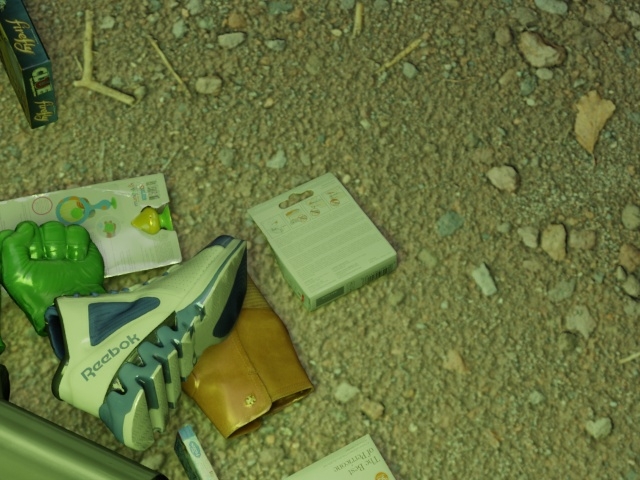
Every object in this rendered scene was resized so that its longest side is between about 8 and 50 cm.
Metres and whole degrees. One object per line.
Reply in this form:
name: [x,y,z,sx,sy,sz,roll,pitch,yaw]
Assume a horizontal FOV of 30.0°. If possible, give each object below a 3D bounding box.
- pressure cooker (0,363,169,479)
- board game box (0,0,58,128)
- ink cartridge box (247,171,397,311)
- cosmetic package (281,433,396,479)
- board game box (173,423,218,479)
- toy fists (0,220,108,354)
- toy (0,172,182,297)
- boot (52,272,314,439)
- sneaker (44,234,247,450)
pressure cooker: [-0.389,0.339,1.271,0.421,0.370,0.375,23,101,5]
board game box: [-0.434,-0.298,1.666,0.042,0.165,0.243,-22,72,-17]
ink cartridge box: [0.000,0.000,1.678,0.145,0.045,0.179,-26,54,-17]
cosmetic package: [-0.020,0.344,1.502,0.239,0.060,0.098,-26,73,-18]
board game box: [-0.153,0.284,1.492,0.020,0.090,0.090,-25,72,-20]
toy fists: [-0.401,0.061,1.484,0.279,0.096,0.142,-25,74,-25]
toy: [-0.315,-0.002,1.612,0.237,0.056,0.136,-12,68,-7]
boot: [-0.170,0.164,1.530,0.295,0.104,0.211,-18,64,-22]
sneaker: [-0.220,0.092,1.420,0.182,0.127,0.315,18,44,15]
